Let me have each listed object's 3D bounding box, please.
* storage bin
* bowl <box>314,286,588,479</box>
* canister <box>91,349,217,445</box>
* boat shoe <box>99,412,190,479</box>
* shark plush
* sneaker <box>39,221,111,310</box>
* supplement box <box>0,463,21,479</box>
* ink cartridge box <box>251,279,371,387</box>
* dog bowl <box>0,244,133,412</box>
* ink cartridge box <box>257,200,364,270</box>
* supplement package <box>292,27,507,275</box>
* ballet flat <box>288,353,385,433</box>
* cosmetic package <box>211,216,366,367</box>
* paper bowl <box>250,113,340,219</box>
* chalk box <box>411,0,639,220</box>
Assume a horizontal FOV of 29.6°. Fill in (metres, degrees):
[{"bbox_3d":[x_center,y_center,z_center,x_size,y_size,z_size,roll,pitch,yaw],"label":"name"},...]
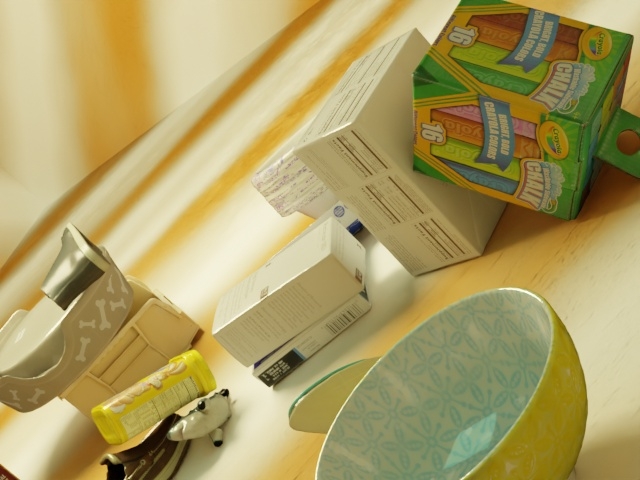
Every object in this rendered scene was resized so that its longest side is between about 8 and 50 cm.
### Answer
[{"bbox_3d":[-0.377,0.203,2.283,0.260,0.123,0.262,-48,19,-8],"label":"storage bin"},{"bbox_3d":[0.151,0.200,1.152,0.289,0.156,0.289,-39,20,17],"label":"bowl"},{"bbox_3d":[-0.257,0.242,1.855,0.170,0.073,0.126,-30,2,-24],"label":"canister"},{"bbox_3d":[-0.284,0.349,1.829,0.095,0.095,0.257,-27,26,42],"label":"boat shoe"},{"bbox_3d":[-0.178,0.254,1.839,0.067,0.073,0.161,-19,22,20],"label":"shark plush"},{"bbox_3d":[-0.448,0.043,2.137,0.118,0.083,0.222,-46,21,-4],"label":"sneaker"},{"bbox_3d":[-0.552,0.447,2.030,0.129,0.191,0.194,-51,19,-17],"label":"supplement box"},{"bbox_3d":[-0.019,0.106,1.866,0.206,0.045,0.208,-40,21,14],"label":"ink cartridge box"},{"bbox_3d":[-0.486,0.170,2.234,0.349,0.102,0.349,-39,19,16],"label":"dog bowl"},{"bbox_3d":[0.000,0.000,1.987,0.207,0.046,0.097,-40,-11,14],"label":"ink cartridge box"},{"bbox_3d":[0.131,-0.120,1.694,0.145,0.262,0.204,-20,31,50],"label":"supplement package"},{"bbox_3d":[0.077,0.169,1.379,0.248,0.086,0.086,-24,5,-36],"label":"ballet flat"},{"bbox_3d":[-0.046,0.077,1.790,0.231,0.085,0.117,-37,22,20],"label":"cosmetic package"},{"bbox_3d":[0.028,-0.145,2.095,0.284,0.148,0.284,-42,8,8],"label":"paper bowl"},{"bbox_3d":[0.279,-0.161,1.515,0.289,0.179,0.180,18,54,19],"label":"chalk box"}]
